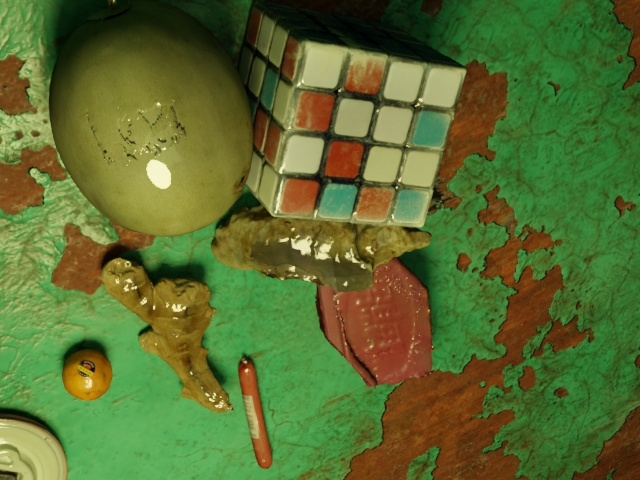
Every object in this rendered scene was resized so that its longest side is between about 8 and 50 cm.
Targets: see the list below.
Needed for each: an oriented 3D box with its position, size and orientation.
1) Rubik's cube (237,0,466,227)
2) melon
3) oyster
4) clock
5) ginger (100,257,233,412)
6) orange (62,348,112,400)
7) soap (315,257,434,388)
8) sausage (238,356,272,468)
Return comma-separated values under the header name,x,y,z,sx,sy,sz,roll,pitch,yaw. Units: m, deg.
name,x,y,z,sx,sy,sz,roll,pitch,yaw
Rubik's cube,0.024,-0.184,1.478,0.256,0.259,0.253,5,114,-24
melon,-0.228,-0.167,1.371,0.268,0.268,0.330,-19,111,-15
oyster,-0.001,0.005,1.586,0.341,0.110,0.166,12,123,0
clock,-0.530,0.385,1.627,0.244,0.056,0.244,-10,117,-20
ginger,-0.229,0.148,1.631,0.148,0.081,0.334,-23,120,-7
orange,-0.369,0.213,1.602,0.083,0.083,0.084,-10,117,-20
soap,0.091,0.115,1.744,0.182,0.112,0.289,-18,119,-18
sausage,-0.115,0.310,1.789,0.034,0.034,0.253,-16,120,-16
